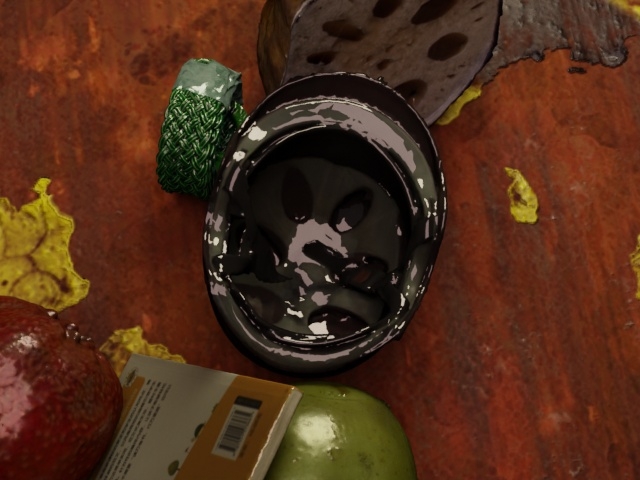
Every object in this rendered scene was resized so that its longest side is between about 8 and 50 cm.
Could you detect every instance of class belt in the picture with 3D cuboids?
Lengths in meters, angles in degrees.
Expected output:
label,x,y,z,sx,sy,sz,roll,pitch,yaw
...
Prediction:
label,x,y,z,sx,sy,sz,roll,pitch,yaw
belt,-0.117,-0.115,1.260,0.079,0.121,0.151,9,68,5

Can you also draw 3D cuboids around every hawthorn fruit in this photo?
label,x,y,z,sx,sy,sz,roll,pitch,yaw
hawthorn fruit,-0.313,0.180,1.132,0.205,0.205,0.253,39,83,12

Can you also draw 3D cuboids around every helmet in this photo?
label,x,y,z,sx,sy,sz,roll,pitch,yaw
helmet,0.000,0.000,1.194,0.225,0.177,0.305,18,69,1

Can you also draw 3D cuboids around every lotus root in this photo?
label,x,y,z,sx,sy,sz,roll,pitch,yaw
lotus root,0.038,-0.243,1.246,0.272,0.272,0.192,-26,61,-8

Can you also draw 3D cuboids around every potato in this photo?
label,x,y,z,sx,sy,sz,roll,pitch,yaw
potato,-0.020,0.279,1.092,0.216,0.216,0.304,11,83,4

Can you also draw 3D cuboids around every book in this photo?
label,x,y,z,sx,sy,sz,roll,pitch,yaw
book,-0.147,0.210,1.095,0.020,0.295,0.208,35,71,-32
